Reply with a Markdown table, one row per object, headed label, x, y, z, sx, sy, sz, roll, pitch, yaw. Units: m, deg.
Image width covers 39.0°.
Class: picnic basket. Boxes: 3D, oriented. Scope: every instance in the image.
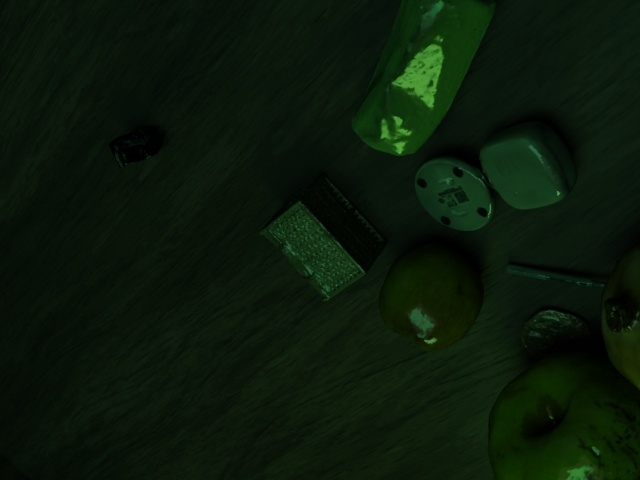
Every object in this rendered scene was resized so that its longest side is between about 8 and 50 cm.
| label | x | y | z | sx | sy | sz | roll | pitch | yaw |
| --- | --- | --- | --- | --- | --- | --- | --- | --- | --- |
| picnic basket | 0.000 | 0.000 | 1.771 | 0.196 | 0.134 | 0.154 | 47 | 126 | -9 |

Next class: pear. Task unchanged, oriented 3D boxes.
| label | x | y | z | sx | sy | sz | roll | pitch | yaw |
| --- | --- | --- | --- | --- | --- | --- | --- | --- | --- |
| pear | 0.205 | 0.109 | 1.706 | 0.200 | 0.200 | 0.200 | 13 | 127 | 19 |
| pear | 0.502 | 0.393 | 1.646 | 0.391 | 0.391 | 0.391 | 13 | 127 | 19 |

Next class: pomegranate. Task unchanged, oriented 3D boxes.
| label | x | y | z | sx | sy | sz | roll | pitch | yaw |
| --- | --- | --- | --- | --- | --- | --- | --- | --- | --- |
| pomegranate | 0.608 | 0.128 | 1.464 | 0.307 | 0.307 | 0.307 | 13 | 127 | 19 |

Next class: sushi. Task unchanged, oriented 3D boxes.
| label | x | y | z | sx | sy | sz | roll | pitch | yaw |
| --- | --- | --- | --- | --- | --- | --- | --- | --- | --- |
| sushi | -0.371 | -0.198 | 1.856 | 0.083 | 0.085 | 0.056 | -6 | 120 | 30 |

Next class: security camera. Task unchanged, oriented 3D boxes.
| label | x | y | z | sx | sy | sz | roll | pitch | yaw |
| --- | --- | --- | --- | --- | --- | --- | --- | --- | --- |
| security camera | 0.299 | -0.110 | 1.582 | 0.301 | 0.080 | 0.157 | -17 | 115 | 46 |

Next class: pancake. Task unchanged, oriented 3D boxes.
| label | x | y | z | sx | sy | sz | roll | pitch | yaw |
| --- | --- | --- | --- | --- | --- | --- | --- | --- | --- |
| pancake | 0.453 | 0.188 | 1.737 | 0.139 | 0.022 | 0.139 | 14 | 127 | 18 |

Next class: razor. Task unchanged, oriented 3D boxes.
| label | x | y | z | sx | sy | sz | roll | pitch | yaw |
| --- | --- | --- | --- | --- | --- | --- | --- | --- | --- |
| razor | 0.444 | 0.068 | 1.652 | 0.211 | 0.036 | 0.084 | 7 | 122 | 23 |

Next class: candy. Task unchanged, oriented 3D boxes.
| label | x | y | z | sx | sy | sz | roll | pitch | yaw |
| --- | --- | --- | --- | --- | --- | --- | --- | --- | --- |
| candy | 0.166 | -0.294 | 1.497 | 0.142 | 0.132 | 0.343 | 0 | 138 | -25 |
